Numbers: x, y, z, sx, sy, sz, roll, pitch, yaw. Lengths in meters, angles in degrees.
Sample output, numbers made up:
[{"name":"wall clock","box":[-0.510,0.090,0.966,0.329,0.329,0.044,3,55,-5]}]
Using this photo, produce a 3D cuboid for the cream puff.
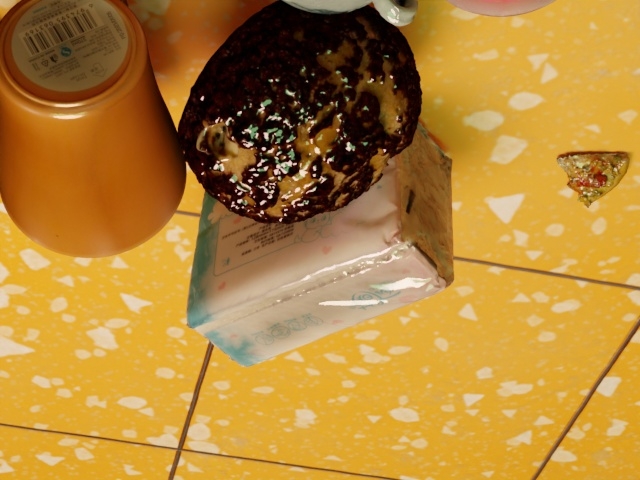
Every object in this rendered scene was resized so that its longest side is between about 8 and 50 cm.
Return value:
[{"name":"cream puff","box":[-0.012,-0.117,1.372,0.239,0.165,0.239,-38,164,-13]}]

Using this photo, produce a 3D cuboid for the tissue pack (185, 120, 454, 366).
[{"name":"tissue pack","box":[0.000,-0.002,1.537,0.271,0.201,0.124,-23,137,29]}]

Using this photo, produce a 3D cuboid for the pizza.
[{"name":"pizza","box":[0.287,-0.067,1.580,0.078,0.025,0.083,15,139,-19]}]

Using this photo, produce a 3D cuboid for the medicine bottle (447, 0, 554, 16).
[{"name":"medicine bottle","box":[0.144,-0.312,1.206,0.147,0.147,0.247,-6,140,9]}]

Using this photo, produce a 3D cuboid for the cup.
[{"name":"cup","box":[-0.212,-0.128,1.346,0.182,0.226,0.264,10,155,1]}]

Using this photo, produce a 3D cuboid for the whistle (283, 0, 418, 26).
[{"name":"whistle","box":[-0.017,-0.295,1.252,0.289,0.163,0.163,50,130,4]}]
